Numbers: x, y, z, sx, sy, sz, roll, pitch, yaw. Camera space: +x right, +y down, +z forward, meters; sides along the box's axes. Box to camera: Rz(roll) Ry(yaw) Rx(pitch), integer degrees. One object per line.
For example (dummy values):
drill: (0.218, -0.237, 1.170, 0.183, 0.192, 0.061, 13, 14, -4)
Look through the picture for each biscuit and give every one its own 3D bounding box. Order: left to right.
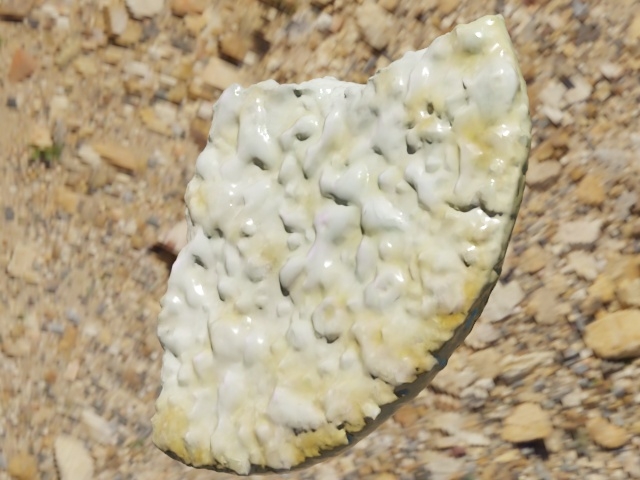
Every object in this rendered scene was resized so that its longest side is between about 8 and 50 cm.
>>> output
biscuit: (0.000, 0.000, 0.723, 0.040, 0.265, 0.188, 16, 35, -47)
